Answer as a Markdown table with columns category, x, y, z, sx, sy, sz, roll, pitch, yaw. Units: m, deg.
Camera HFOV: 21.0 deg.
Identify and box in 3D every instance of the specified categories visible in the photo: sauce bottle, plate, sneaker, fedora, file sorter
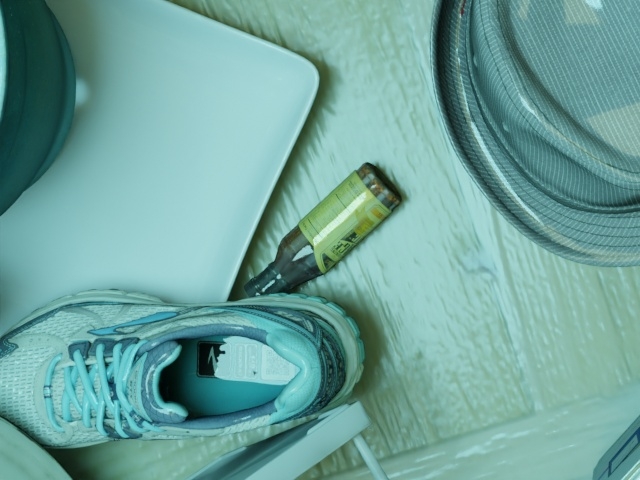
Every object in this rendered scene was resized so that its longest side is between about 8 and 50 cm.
| category | x | y | z | sx | sy | sz | roll | pitch | yaw |
| --- | --- | --- | --- | --- | --- | --- | --- | --- | --- |
| sauce bottle | 0.000 | 0.000 | 1.227 | 0.128 | 0.042 | 0.042 | -43 | 84 | 12 |
| plate | -0.169 | -0.051 | 1.255 | 0.277 | 0.045 | 0.278 | 24 | 97 | 10 |
| sneaker | -0.118 | 0.085 | 1.166 | 0.283 | 0.122 | 0.110 | -9 | 92 | 12 |
| fedora | 0.190 | -0.117 | 1.141 | 0.244 | 0.124 | 0.275 | -20 | 88 | 12 |
| file sorter | -0.076 | 0.259 | 1.109 | 0.173 | 0.278 | 0.193 | 59 | 144 | 0 |

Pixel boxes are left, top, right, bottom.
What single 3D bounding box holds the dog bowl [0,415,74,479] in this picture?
| category | x | y | z | sx | sy | sz | roll | pitch | yaw |
| --- | --- | --- | --- | --- | --- | --- | --- | --- | --- |
| dog bowl | -0.338 | 0.292 | 1.152 | 0.150 | 0.408 | 0.408 | 1 | 93 | 52 |

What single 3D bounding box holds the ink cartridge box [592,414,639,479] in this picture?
| category | x | y | z | sx | sy | sz | roll | pitch | yaw |
| --- | --- | --- | --- | --- | --- | --- | --- | --- | --- |
| ink cartridge box | 0.255 | 0.180 | 1.095 | 0.154 | 0.212 | 0.093 | 41 | 99 | 7 |

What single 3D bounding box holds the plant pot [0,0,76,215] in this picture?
| category | x | y | z | sx | sy | sz | roll | pitch | yaw |
| --- | --- | --- | --- | --- | --- | --- | --- | --- | --- |
| plant pot | -0.284 | -0.108 | 1.124 | 0.272 | 0.255 | 0.271 | 1 | 93 | 12 |
